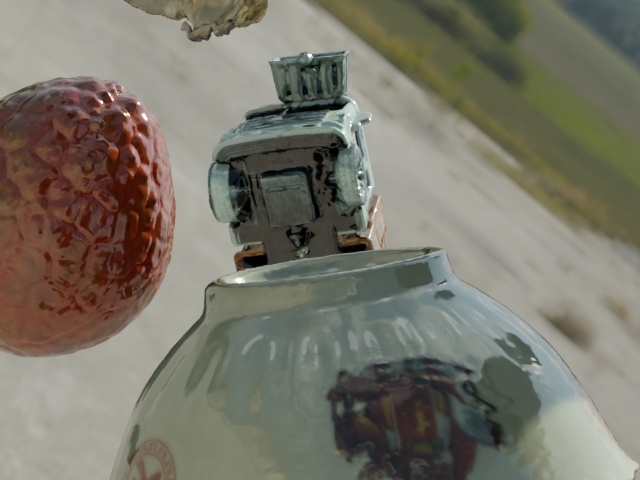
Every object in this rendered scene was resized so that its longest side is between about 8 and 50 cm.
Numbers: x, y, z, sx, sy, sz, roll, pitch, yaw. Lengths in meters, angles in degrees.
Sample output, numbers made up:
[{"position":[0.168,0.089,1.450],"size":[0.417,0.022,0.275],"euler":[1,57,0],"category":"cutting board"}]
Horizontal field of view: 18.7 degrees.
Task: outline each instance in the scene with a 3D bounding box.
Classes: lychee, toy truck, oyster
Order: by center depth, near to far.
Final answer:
[{"position":[-0.127,-0.236,1.456],"size":[0.079,0.128,0.345],"euler":[-19,25,-28],"category":"oyster"},{"position":[0.000,0.000,1.700],"size":[0.184,0.133,0.338],"euler":[-70,151,-63],"category":"toy truck"},{"position":[-0.246,-0.011,1.748],"size":[0.255,0.300,0.255],"euler":[10,40,-8],"category":"lychee"}]

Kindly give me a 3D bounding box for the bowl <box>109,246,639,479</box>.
[{"position":[0.015,0.090,1.180],"size":[0.337,0.337,0.157],"euler":[-26,107,-78],"category":"bowl"}]
